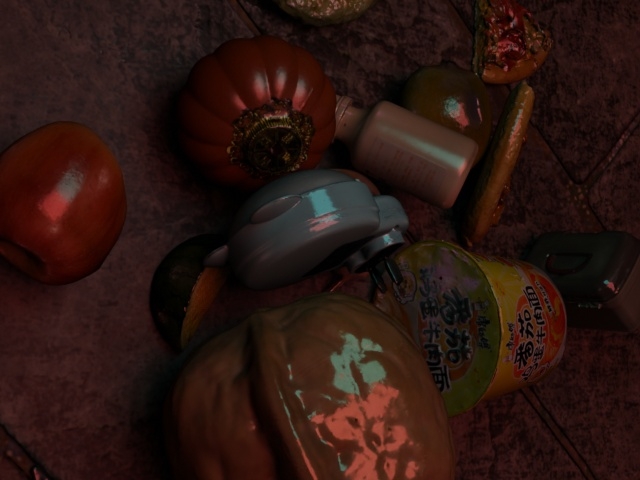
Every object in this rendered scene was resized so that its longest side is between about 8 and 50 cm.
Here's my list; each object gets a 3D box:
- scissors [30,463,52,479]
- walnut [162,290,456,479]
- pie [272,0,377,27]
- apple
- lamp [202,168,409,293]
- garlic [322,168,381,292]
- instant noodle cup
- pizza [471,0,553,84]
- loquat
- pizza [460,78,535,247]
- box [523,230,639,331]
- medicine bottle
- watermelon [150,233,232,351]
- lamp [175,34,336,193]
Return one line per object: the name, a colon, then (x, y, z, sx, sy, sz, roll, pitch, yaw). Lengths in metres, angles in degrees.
scissors: (-0.309, 0.377, 1.209, 0.088, 0.017, 0.220, -31, 101, -30)
walnut: (-0.012, 0.255, 1.231, 0.381, 0.381, 0.381, 3, 84, -32)
pie: (-0.003, -0.454, 1.456, 0.277, 0.078, 0.276, 0, 89, -29)
apple: (-0.320, -0.051, 1.157, 0.199, 0.199, 0.199, 3, 84, -32)
lamp: (-0.003, -0.011, 1.283, 0.284, 0.209, 0.147, 11, 58, -34)
garlic: (0.038, -0.012, 1.440, 0.129, 0.090, 0.198, -10, 98, -18)
instant noodle cup: (0.235, 0.128, 1.450, 0.200, 0.264, 0.264, 1, 85, -40)
pizza: (0.319, -0.367, 1.658, 0.201, 0.053, 0.193, -38, 105, -29)
loquat: (0.198, -0.188, 1.516, 0.152, 0.152, 0.195, -7, 97, -33)
pizza: (0.295, -0.125, 1.566, 0.058, 0.197, 0.292, 19, 111, 7)
box: (0.446, 0.068, 1.610, 0.129, 0.210, 0.148, 49, 63, -28)
medicine bottle: (0.100, -0.145, 1.419, 0.252, 0.114, 0.114, 25, 69, 5)
watermelon: (-0.181, 0.052, 1.312, 0.181, 0.075, 0.092, -62, 160, -20)
lamp: (-0.086, -0.169, 1.298, 0.223, 0.196, 0.223, -11, 127, -15)
